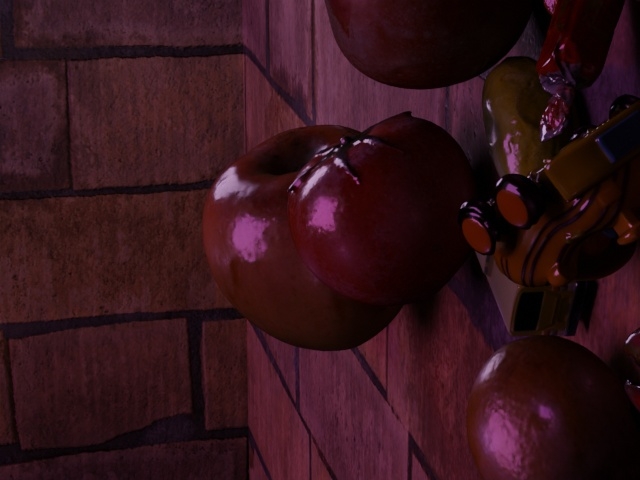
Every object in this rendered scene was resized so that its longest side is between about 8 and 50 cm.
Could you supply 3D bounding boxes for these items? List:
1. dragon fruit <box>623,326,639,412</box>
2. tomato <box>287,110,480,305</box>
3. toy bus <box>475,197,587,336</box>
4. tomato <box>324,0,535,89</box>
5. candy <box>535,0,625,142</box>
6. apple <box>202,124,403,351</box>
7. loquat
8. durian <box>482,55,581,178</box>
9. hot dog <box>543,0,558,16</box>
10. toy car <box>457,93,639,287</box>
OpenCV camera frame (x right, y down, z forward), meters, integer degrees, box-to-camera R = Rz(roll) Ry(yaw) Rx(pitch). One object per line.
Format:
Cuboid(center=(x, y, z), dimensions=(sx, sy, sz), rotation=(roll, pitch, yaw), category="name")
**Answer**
Cuboid(center=(0.342, 0.114, 1.324), dimensions=(0.188, 0.182, 0.182), rotation=(-130, 37, -87), category="dragon fruit")
Cuboid(center=(0.093, -0.034, 2.239), dimensions=(0.265, 0.264, 0.265), rotation=(176, 90, -78), category="tomato")
Cuboid(center=(0.240, 0.026, 1.922), dimensions=(0.175, 0.101, 0.088), rotation=(-107, 17, -50), category="toy bus")
Cuboid(center=(0.135, -0.311, 1.938), dimensions=(0.222, 0.270, 0.270), rotation=(1, 96, 41), category="tomato")
Cuboid(center=(0.268, -0.232, 1.667), dimensions=(0.086, 0.059, 0.292), rotation=(153, 136, -79), category="candy")
Cuboid(center=(0.000, 0.000, 2.549), dimensions=(0.338, 0.338, 0.305), rotation=(-117, 7, -61), category="apple")
Cuboid(center=(0.251, 0.215, 1.772), dimensions=(0.179, 0.179, 0.227), rotation=(114, 141, -66), category="loquat")
Cuboid(center=(0.234, -0.124, 1.893), dimensions=(0.139, 0.101, 0.250), rotation=(103, 159, -55), category="durian")
Cuboid(center=(0.267, -0.317, 1.812), dimensions=(0.071, 0.045, 0.165), rotation=(-161, 67, -75), category="hot dog")
Cuboid(center=(0.261, -0.032, 1.656), dimensions=(0.142, 0.200, 0.248), rotation=(56, 155, 3), category="toy car")
